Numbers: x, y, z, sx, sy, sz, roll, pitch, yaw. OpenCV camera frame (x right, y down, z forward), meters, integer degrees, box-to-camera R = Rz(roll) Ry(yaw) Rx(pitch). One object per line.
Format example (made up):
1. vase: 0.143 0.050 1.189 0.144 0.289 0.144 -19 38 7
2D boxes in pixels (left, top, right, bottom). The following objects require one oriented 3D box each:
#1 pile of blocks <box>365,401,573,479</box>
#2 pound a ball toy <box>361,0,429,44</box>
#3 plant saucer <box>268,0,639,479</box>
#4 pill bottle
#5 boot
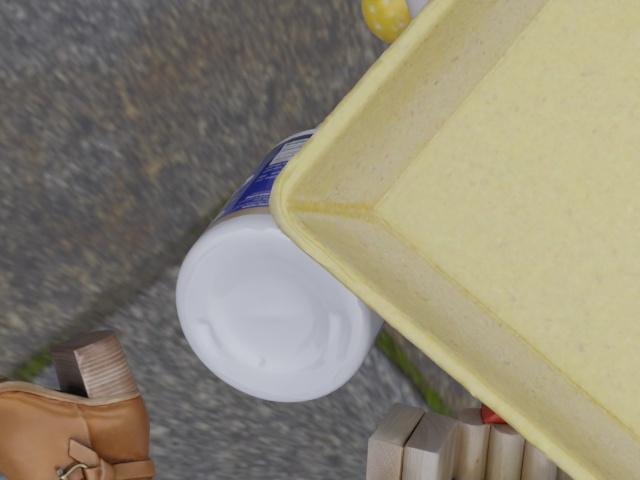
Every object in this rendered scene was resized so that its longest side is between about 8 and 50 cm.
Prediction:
1. pile of blocks: 0.177 0.122 1.132 0.362 0.149 0.112 -15 123 -29
2. pound a ball toy: 0.089 -0.156 1.247 0.136 0.208 0.319 -19 115 -5
3. plant saucer: 0.196 -0.029 0.976 0.333 0.081 0.333 40 82 1
4. pill bottle: 0.000 0.000 1.089 0.112 0.186 0.112 8 118 15
5. boot: -0.210 0.164 1.389 0.197 0.073 0.152 -18 100 -22
